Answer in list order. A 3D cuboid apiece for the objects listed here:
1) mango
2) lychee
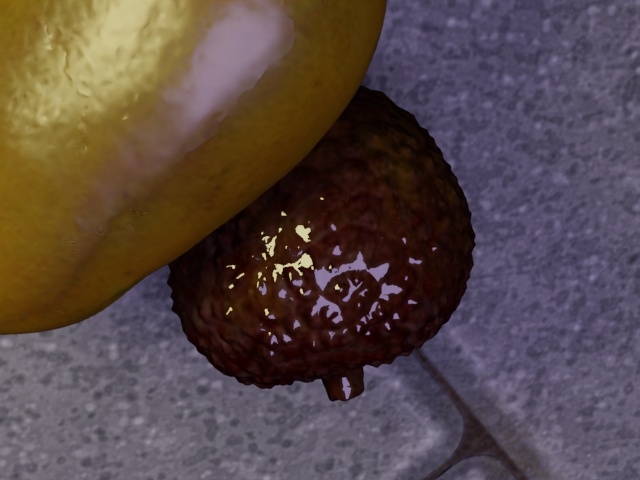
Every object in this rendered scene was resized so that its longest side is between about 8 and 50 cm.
[{"bbox_3d":[-0.142,-0.131,1.377,0.300,0.232,0.446,38,97,9],"label":"mango"},{"bbox_3d":[0.000,0.000,1.522,0.260,0.260,0.261,-9,118,-18],"label":"lychee"}]
